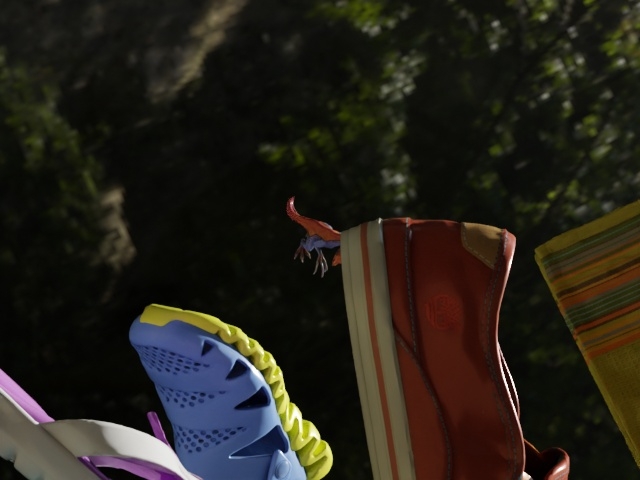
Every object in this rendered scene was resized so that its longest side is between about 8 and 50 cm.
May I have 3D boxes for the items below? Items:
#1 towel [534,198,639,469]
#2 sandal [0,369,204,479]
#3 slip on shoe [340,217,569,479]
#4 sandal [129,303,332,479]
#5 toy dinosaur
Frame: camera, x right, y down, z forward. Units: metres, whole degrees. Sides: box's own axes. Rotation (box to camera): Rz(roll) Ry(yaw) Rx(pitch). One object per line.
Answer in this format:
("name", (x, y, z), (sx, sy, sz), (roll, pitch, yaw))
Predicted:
("towel", (0.234, 0.087, 1.075), (0.102, 0.021, 0.237), (-28, -109, 10))
("sandal", (-0.168, 0.174, 1.310), (0.416, 0.102, 0.169), (40, -11, -12))
("slip on shoe", (0.087, 0.146, 0.877), (0.101, 0.123, 0.331), (-10, -84, 5))
("sandal", (-0.098, 0.186, 1.631), (0.126, 0.138, 0.317), (9, -35, 41))
("toy dinosaur", (0.000, 0.000, 1.490), (0.090, 0.047, 0.082), (50, -21, -6))
